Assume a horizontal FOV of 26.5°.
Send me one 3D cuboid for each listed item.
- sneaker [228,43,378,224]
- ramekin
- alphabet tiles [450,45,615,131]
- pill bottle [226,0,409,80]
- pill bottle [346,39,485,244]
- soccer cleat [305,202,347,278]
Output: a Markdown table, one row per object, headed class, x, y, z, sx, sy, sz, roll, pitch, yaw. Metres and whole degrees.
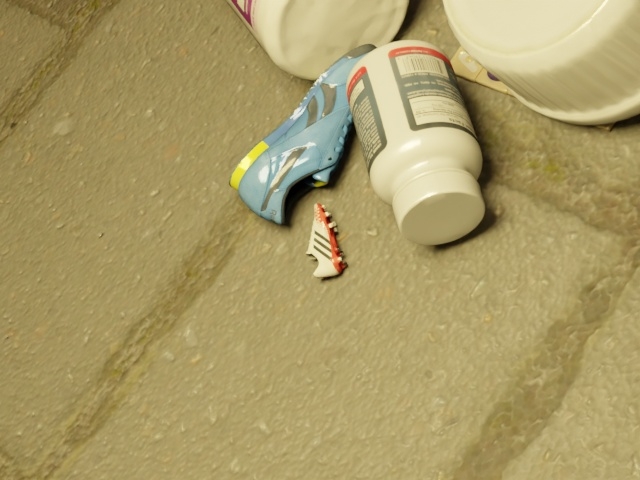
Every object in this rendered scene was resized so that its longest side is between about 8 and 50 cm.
| class | x | y | z | sx | sy | sz | roll | pitch | yaw |
| --- | --- | --- | --- | --- | --- | --- | --- | --- | --- |
| sneaker | 0.004 | -0.104 | 1.370 | 0.082 | 0.069 | 0.209 | 40 | 82 | 20 |
| ramekin | 0.228 | -0.247 | 1.218 | 0.273 | 0.127 | 0.273 | -13 | 71 | 41 |
| alphabet tiles | 0.261 | -0.232 | 1.333 | 0.198 | 0.009 | 0.237 | 26 | 77 | 38 |
| pill bottle | -0.044 | -0.317 | 1.450 | 0.169 | 0.169 | 0.301 | -38 | 52 | 4 |
| pill bottle | 0.092 | -0.090 | 1.278 | 0.108 | 0.108 | 0.180 | -24 | 53 | 15 |
| soccer cleat | 0.000 | 0.000 | 1.326 | 0.035 | 0.029 | 0.083 | -23 | 58 | 10 |
